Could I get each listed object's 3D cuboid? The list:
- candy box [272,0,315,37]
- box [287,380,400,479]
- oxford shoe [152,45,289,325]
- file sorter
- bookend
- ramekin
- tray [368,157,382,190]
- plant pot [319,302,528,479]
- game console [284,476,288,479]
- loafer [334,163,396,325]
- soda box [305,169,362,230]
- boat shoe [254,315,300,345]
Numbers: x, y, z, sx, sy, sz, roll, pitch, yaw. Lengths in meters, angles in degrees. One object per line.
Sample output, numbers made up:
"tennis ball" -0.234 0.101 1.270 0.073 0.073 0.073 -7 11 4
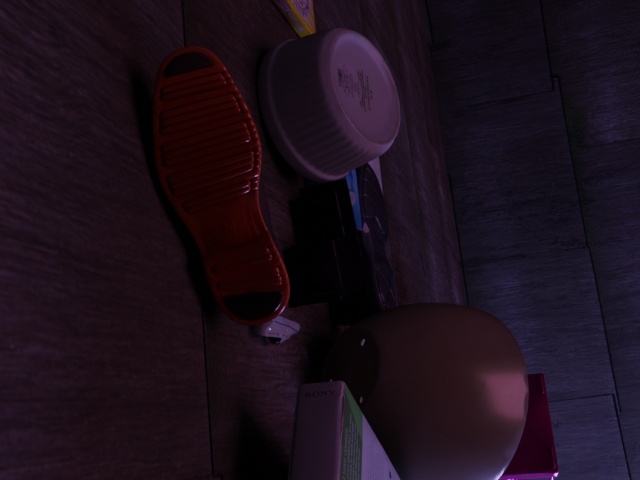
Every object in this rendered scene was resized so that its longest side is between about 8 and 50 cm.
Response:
"candy box" -0.052 -0.401 1.196 0.206 0.027 0.105 30 56 -70
"box" 0.038 0.327 0.818 0.322 0.059 0.232 66 22 -48
"oxford shoe" -0.100 -0.053 0.742 0.098 0.097 0.271 -114 -168 -69
"file sorter" 0.290 0.396 1.445 0.202 0.291 0.182 -84 161 -44
"bookend" 0.000 0.000 1.054 0.157 0.073 0.156 -22 101 -73
"ramekin" 0.022 -0.192 1.058 0.207 0.109 0.207 23 60 -47
"tray" 0.092 -0.185 1.568 0.145 0.030 0.270 40 43 -65
"plant pot" 0.112 0.206 1.052 0.191 0.284 0.284 21 53 -30
"game console" -0.021 0.431 0.747 0.386 0.060 0.341 -13 93 -74
"loafer" 0.056 0.001 1.248 0.109 0.095 0.302 46 32 -47
"soda box" 0.014 -0.117 1.185 0.071 0.067 0.209 32 50 -70
"boat shoe" -0.052 0.105 0.891 0.100 0.035 0.035 43 67 -71
